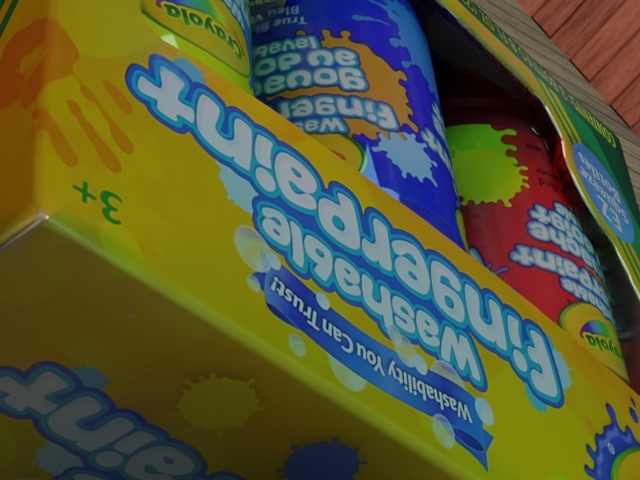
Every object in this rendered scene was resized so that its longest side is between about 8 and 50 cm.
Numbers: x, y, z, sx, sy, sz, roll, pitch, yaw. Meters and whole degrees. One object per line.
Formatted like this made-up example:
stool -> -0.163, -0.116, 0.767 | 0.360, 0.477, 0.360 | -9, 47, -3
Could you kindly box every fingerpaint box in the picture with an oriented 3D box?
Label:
fingerpaint box -> 0.000, 0.000, 0.718 | 0.445, 0.163, 0.371 | 36, 34, -34
